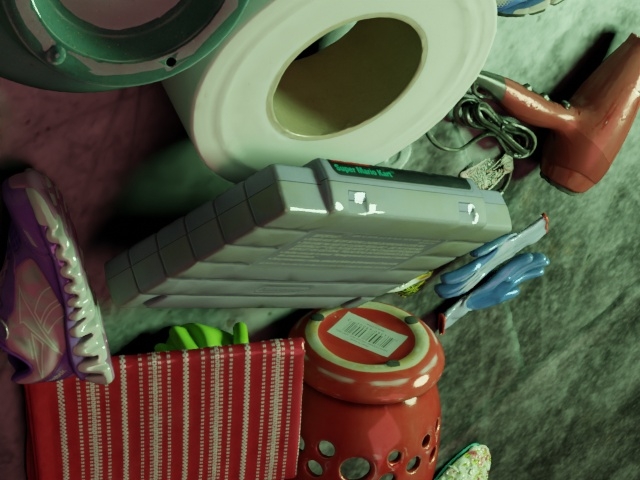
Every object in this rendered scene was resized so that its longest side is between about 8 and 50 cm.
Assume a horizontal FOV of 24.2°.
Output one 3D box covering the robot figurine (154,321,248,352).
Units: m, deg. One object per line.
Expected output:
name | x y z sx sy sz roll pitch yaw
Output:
robot figurine | -0.113 0.122 1.512 0.101 0.067 0.115 -49 142 14

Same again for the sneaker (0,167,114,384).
sneaker | -0.252 0.045 1.305 0.105 0.095 0.236 -12 131 -5

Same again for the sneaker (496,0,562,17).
sneaker | 0.220 -0.358 1.357 0.147 0.130 0.330 22 105 -35

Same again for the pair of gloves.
pair of gloves | 0.200 0.041 1.726 0.159 0.023 0.198 -32 157 -11

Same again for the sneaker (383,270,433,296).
sneaker | 0.091 0.051 1.665 0.083 0.031 0.035 -17 135 -32

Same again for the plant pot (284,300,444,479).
plant pot | 0.038 0.173 1.604 0.191 0.191 0.174 -18 129 -31

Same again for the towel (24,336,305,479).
towel | -0.155 0.179 1.478 0.275 0.031 0.198 -5 131 -11

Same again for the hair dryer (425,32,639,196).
hair dryer | 0.254 -0.128 1.612 0.294 0.080 0.223 -34 141 -15

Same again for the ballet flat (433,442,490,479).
ballet flat | 0.154 0.378 1.989 0.241 0.077 0.091 -45 142 -1

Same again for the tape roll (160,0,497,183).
tape roll | 0.003 -0.169 1.269 0.286 0.100 0.286 -21 149 -13

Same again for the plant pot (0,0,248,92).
plant pot | -0.154 -0.218 1.004 0.293 0.196 0.293 -13 125 -19

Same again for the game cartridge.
game cartridge | 0.000 0.000 1.409 0.230 0.068 0.355 -33 158 33
